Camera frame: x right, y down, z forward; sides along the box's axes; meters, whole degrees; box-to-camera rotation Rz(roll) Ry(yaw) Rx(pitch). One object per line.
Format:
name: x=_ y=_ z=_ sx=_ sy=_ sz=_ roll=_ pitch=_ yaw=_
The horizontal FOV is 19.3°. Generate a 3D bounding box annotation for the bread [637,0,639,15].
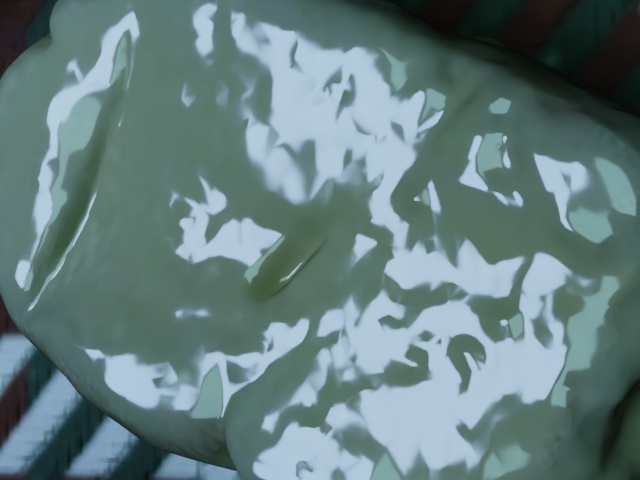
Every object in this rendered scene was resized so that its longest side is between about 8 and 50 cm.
bread: x=0.221 y=-0.073 z=0.404 sx=0.305 sy=0.159 sz=0.305 roll=0 pitch=91 yaw=32

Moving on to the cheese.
cheese: x=0.001 y=0.000 z=0.589 sx=0.263 sy=0.093 sz=0.159 roll=30 pitch=101 yaw=33
